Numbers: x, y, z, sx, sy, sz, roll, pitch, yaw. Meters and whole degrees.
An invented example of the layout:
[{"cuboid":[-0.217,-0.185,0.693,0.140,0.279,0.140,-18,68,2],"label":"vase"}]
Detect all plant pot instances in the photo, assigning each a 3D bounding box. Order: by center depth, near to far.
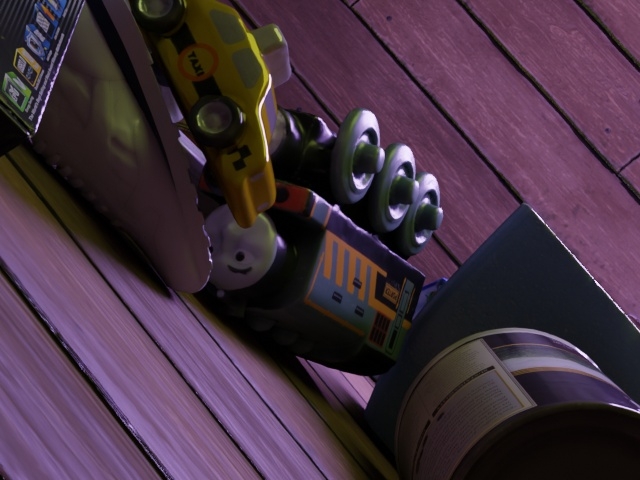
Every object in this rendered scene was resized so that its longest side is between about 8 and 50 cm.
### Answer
[{"cuboid":[0.182,0.143,1.502,0.247,0.252,0.248,50,2,7],"label":"plant pot"}]

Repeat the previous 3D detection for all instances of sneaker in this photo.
[{"cuboid":[-0.142,-0.064,1.041,0.090,0.095,0.235,-139,-154,-69],"label":"sneaker"}]

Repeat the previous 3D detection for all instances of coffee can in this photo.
[{"cuboid":[0.169,0.190,1.191,0.201,0.201,0.275,49,2,-9],"label":"coffee can"}]

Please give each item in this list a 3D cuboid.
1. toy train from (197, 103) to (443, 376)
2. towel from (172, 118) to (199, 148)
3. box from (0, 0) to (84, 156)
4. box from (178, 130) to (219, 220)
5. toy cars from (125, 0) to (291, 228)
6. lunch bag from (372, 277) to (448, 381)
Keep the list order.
[{"cuboid":[0.000,0.000,1.296,0.142,0.190,0.334,13,-9,23],"label":"toy train"},{"cuboid":[-0.126,-0.083,1.449,0.237,0.021,0.102,22,-25,51],"label":"towel"},{"cuboid":[-0.215,-0.163,0.858,0.184,0.045,0.191,50,27,-28],"label":"box"},{"cuboid":[-0.152,-0.080,1.225,0.063,0.067,0.324,50,4,32],"label":"box"},{"cuboid":[-0.094,-0.154,1.141,0.394,0.087,0.176,-127,-166,-59],"label":"toy cars"},{"cuboid":[0.131,0.129,1.942,0.129,0.151,0.096,48,3,-44],"label":"lunch bag"}]
